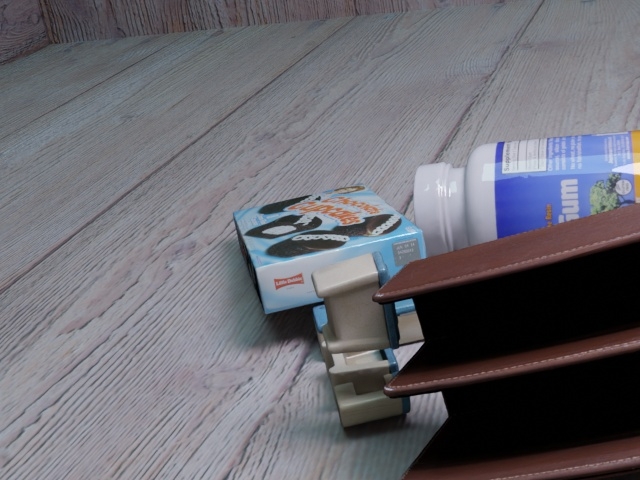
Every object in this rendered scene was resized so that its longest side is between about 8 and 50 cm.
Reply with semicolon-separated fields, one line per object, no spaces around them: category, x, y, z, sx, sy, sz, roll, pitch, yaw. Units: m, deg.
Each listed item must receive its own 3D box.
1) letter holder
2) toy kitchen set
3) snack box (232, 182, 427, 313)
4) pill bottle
letter holder;0.194;0.074;0.758;0.302;0.152;0.214;-16;5;24
toy kitchen set;0.055;0.061;0.987;0.122;0.166;0.207;-12;23;-3
snack box;0.000;0.000;1.234;0.187;0.060;0.322;-13;14;-7
pill bottle;0.250;-0.041;1.162;0.272;0.152;0.152;-4;24;16
